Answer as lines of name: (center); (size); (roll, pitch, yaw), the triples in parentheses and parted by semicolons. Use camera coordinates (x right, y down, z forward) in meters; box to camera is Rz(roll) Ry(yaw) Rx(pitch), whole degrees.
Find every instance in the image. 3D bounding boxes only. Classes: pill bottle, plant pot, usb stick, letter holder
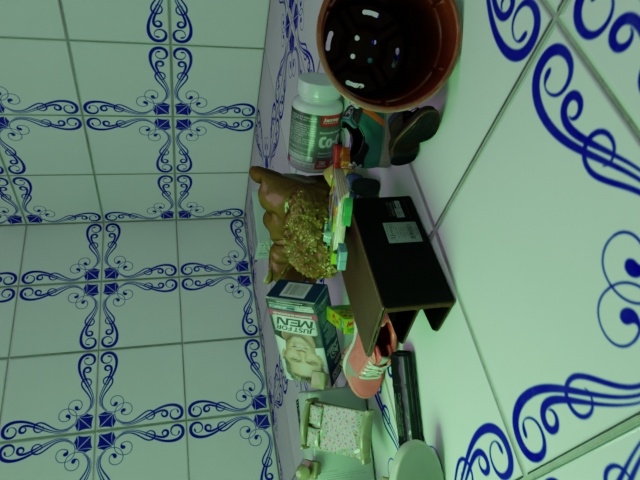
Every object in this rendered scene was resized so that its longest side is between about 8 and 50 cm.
pill bottle: (-0.015, -0.370, 1.779); (0.161, 0.162, 0.283); (-114, 25, -54)
plant pot: (0.112, -0.400, 1.150); (0.265, 0.273, 0.272); (-116, 27, -75)
usb stick: (0.202, 0.395, 1.314); (0.077, 0.045, 0.277); (156, 112, -67)
letter holder: (0.150, 0.082, 1.258); (0.214, 0.152, 0.301); (101, 160, -48)

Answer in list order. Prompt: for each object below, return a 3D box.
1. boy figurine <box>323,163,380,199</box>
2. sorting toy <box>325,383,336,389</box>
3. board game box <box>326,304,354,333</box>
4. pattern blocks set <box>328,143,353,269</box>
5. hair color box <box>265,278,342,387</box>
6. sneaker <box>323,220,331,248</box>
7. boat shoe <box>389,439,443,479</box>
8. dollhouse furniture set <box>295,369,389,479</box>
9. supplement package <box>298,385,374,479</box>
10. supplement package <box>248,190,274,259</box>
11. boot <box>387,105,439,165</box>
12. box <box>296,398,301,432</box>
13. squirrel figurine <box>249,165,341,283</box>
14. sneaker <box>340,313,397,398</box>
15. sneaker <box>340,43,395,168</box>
boy figurine: (0.078, -0.153, 1.605); (0.285, 0.092, 0.177); (-129, 38, -67)
sorting toy: (0.036, 0.516, 1.980); (0.075, 0.045, 0.083); (117, 149, -48)
board game box: (0.086, 0.225, 1.631); (0.181, 0.092, 0.043); (-161, 70, -74)
pattern blocks set: (0.040, -0.080, 1.316); (0.325, 0.026, 0.285); (-104, 18, -72)
hair color box: (-0.046, 0.297, 1.792); (0.105, 0.174, 0.347); (-53, -40, -49)
sneaker: (0.089, 0.016, 1.469); (0.256, 0.151, 0.094); (-126, 38, -63)
boat shoe: (0.183, 0.581, 1.241); (0.158, 0.127, 0.340); (-166, 72, -69)
dollhouse furniture set: (0.055, 0.534, 1.439); (0.304, 0.174, 0.355); (0, 82, 33)
supplement package: (0.044, 0.593, 1.687); (0.177, 0.176, 0.292); (133, 133, -72)
supplement package: (-0.186, -0.068, 2.398); (0.145, 0.204, 0.261); (113, 150, -57)
boot: (0.185, -0.251, 1.196); (0.219, 0.082, 0.106); (122, 141, -68)
box: (-0.036, 0.678, 2.198); (0.180, 0.078, 0.147); (116, 148, -62)
squirrel figurine: (-0.075, -0.011, 1.802); (0.397, 0.281, 0.370); (-139, 56, -59)
sneaker: (0.129, 0.291, 1.436); (0.136, 0.116, 0.313); (-125, 36, -62)
sneaker: (0.113, -0.327, 1.376); (0.108, 0.121, 0.301); (-153, 61, -73)
